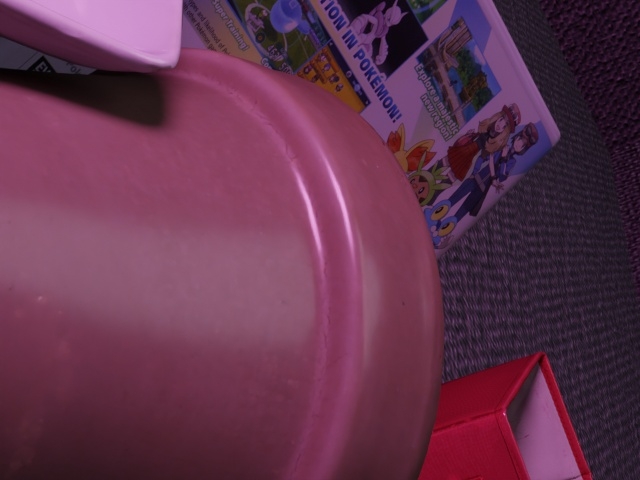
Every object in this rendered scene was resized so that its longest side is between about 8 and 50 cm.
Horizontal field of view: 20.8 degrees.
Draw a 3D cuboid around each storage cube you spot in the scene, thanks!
[{"bbox_3d":[0.077,0.201,1.134,0.215,0.193,0.183,-27,96,-75],"label":"storage cube"}]

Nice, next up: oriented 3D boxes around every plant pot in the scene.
[{"bbox_3d":[-0.123,0.030,0.668,0.229,0.263,0.263,17,52,-46],"label":"plant pot"}]

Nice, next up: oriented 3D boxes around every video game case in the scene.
[{"bbox_3d":[-0.025,-0.075,1.019,0.036,0.300,0.329,34,-17,49],"label":"video game case"}]

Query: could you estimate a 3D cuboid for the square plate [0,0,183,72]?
[{"bbox_3d":[-0.214,-0.221,0.696,0.347,0.049,0.344,22,37,-20],"label":"square plate"}]
